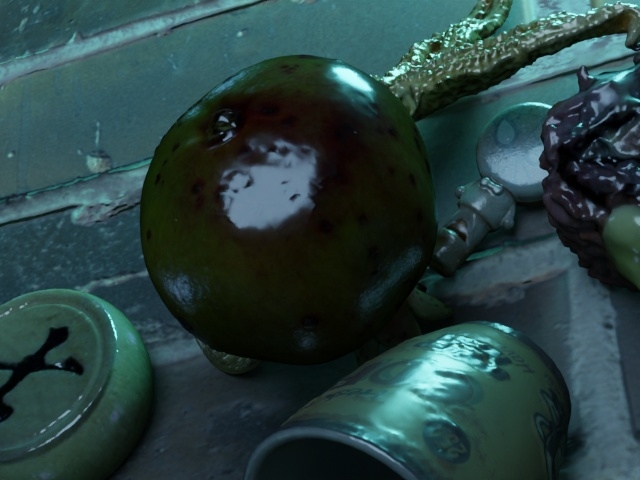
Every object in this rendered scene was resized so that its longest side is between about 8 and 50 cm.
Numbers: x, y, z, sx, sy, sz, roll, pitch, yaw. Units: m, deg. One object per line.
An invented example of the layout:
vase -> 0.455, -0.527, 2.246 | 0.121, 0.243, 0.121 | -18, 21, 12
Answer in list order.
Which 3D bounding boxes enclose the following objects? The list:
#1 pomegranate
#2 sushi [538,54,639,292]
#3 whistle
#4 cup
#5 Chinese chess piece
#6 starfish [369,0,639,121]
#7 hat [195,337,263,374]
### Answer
pomegranate -> -0.019, -0.014, 1.644 | 0.291, 0.323, 0.291 | -7, 65, 15
sushi -> 0.335, -0.051, 1.616 | 0.270, 0.171, 0.236 | 21, 64, 36
whistle -> 0.183, -0.053, 1.774 | 0.107, 0.057, 0.220 | 34, 77, 26
cup -> 0.075, 0.208, 1.529 | 0.301, 0.227, 0.257 | -35, 1, 45
Chinese chess piece -> -0.282, 0.158, 1.797 | 0.238, 0.092, 0.238 | -13, 50, 16
starfish -> 0.108, -0.179, 1.836 | 0.432, 0.082, 0.324 | -21, 16, 8
hat -> -0.064, 0.060, 1.799 | 0.146, 0.067, 0.146 | 1, 91, 47
